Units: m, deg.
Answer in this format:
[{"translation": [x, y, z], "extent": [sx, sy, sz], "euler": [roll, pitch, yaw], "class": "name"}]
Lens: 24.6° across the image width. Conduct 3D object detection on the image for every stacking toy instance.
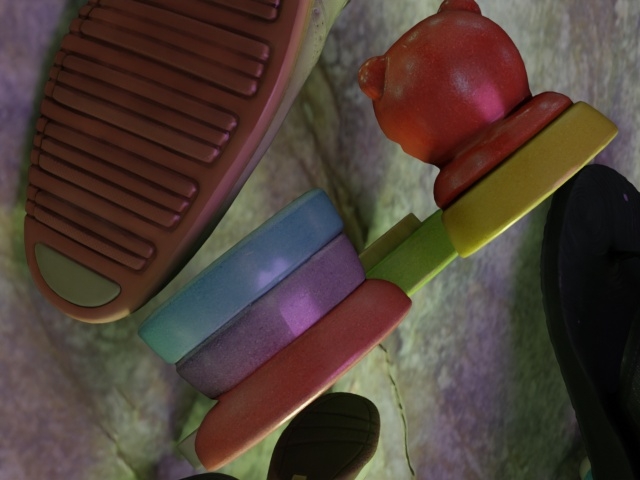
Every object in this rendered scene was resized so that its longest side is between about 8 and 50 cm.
[{"translation": [0.000, 0.000, 0.910], "extent": [0.309, 0.279, 0.130], "euler": [-39, 89, -26], "class": "stacking toy"}]

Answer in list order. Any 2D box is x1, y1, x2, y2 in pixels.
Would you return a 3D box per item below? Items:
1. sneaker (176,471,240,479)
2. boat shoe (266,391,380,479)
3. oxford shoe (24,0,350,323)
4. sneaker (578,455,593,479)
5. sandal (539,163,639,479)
[{"translation": [-0.111, 0.252, 0.930], "extent": [0.227, 0.087, 0.130], "euler": [-49, 138, -9], "class": "sneaker"}, {"translation": [-0.008, 0.183, 1.010], "extent": [0.190, 0.068, 0.072], "euler": [-55, 151, -50], "class": "boat shoe"}, {"translation": [-0.037, -0.128, 0.852], "extent": [0.397, 0.140, 0.146], "euler": [-62, 156, 2], "class": "oxford shoe"}, {"translation": [0.307, 0.185, 1.351], "extent": [0.228, 0.087, 0.092], "euler": [-6, 101, -52], "class": "sneaker"}, {"translation": [0.287, 0.148, 1.172], "extent": [0.167, 0.107, 0.446], "euler": [0, 75, -41], "class": "sandal"}]
